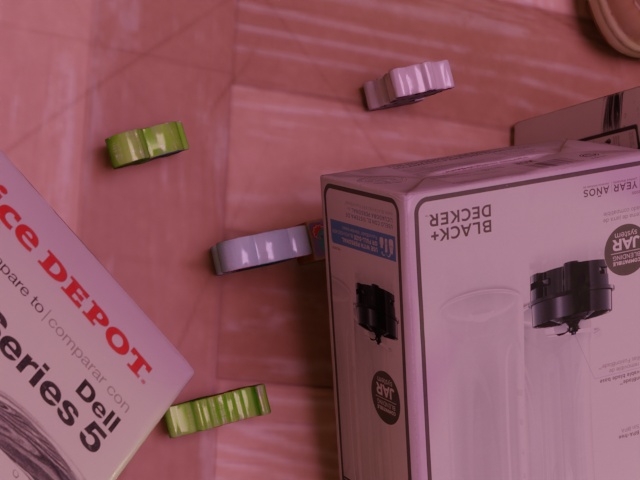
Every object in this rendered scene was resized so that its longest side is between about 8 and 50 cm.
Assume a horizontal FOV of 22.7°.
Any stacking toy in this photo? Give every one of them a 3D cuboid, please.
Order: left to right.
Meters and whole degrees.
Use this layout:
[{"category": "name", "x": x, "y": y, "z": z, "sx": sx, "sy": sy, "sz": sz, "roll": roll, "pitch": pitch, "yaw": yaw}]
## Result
[{"category": "stacking toy", "x": 0.000, "y": 0.000, "z": 0.881, "sx": 0.221, "sy": 0.052, "sz": 0.167, "roll": -14, "pitch": 88, "yaw": -28}]

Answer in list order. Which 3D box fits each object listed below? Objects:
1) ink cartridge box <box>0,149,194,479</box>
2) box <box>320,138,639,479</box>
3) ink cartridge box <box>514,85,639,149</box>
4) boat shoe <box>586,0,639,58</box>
[{"category": "ink cartridge box", "x": -0.203, "y": 0.079, "z": 0.667, "sx": 0.198, "sy": 0.115, "sz": 0.273, "roll": 50, "pitch": 37, "yaw": -12}, {"category": "box", "x": 0.097, "y": 0.100, "z": 0.852, "sx": 0.169, "sy": 0.087, "sz": 0.290, "roll": -11, "pitch": 103, "yaw": -28}, {"category": "ink cartridge box", "x": 0.226, "y": -0.037, "z": 0.918, "sx": 0.148, "sy": 0.203, "sz": 0.086, "roll": 6, "pitch": 81, "yaw": -26}, {"category": "boat shoe", "x": 0.296, "y": -0.194, "z": 1.043, "sx": 0.285, "sy": 0.089, "sz": 0.104, "roll": -22, "pitch": 93, "yaw": -28}]
